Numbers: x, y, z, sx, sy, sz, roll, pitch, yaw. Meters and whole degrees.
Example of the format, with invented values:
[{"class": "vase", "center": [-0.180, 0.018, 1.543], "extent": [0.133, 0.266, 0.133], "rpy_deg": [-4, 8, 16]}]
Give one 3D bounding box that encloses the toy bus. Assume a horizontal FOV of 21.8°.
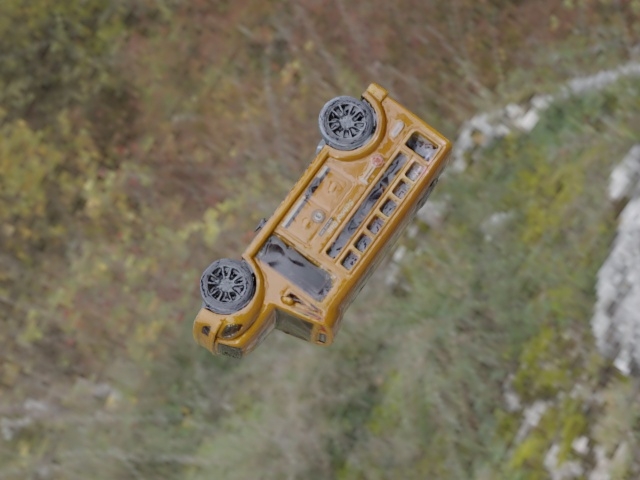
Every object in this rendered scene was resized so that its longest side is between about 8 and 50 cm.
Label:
[{"class": "toy bus", "center": [0.000, 0.000, 1.056], "extent": [0.194, 0.088, 0.083], "rpy_deg": [-54, -7, -13]}]
